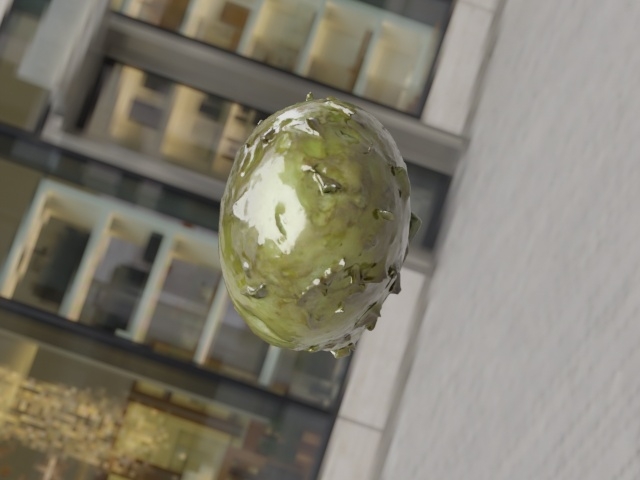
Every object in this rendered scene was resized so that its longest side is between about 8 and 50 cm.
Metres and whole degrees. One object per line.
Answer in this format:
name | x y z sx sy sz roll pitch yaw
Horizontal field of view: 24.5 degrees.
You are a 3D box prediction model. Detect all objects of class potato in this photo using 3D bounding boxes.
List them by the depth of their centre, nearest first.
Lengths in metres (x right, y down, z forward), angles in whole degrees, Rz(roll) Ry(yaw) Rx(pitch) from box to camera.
potato | 0.000 0.000 0.716 0.225 0.090 0.117 83 -157 -77
